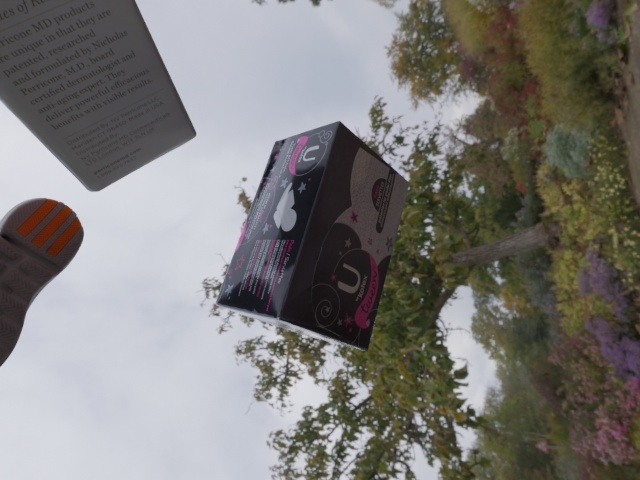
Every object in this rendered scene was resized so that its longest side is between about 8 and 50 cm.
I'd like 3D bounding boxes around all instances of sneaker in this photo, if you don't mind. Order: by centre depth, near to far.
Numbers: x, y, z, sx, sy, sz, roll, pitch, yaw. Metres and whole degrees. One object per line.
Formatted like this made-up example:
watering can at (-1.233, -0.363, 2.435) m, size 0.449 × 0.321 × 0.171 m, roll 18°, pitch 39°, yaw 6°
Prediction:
sneaker at (-0.450, 0.088, 0.507) m, size 0.124 × 0.180 × 0.321 m, roll 53°, pitch -141°, yaw -27°

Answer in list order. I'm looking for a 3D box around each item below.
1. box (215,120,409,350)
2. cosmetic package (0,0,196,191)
box at (0.000, 0.000, 0.538) m, size 0.163 × 0.142 × 0.247 m, roll 29°, pitch -108°, yaw -38°
cosmetic package at (-0.302, -0.278, 0.368) m, size 0.230 × 0.161 × 0.453 m, roll 49°, pitch 164°, yaw 24°
